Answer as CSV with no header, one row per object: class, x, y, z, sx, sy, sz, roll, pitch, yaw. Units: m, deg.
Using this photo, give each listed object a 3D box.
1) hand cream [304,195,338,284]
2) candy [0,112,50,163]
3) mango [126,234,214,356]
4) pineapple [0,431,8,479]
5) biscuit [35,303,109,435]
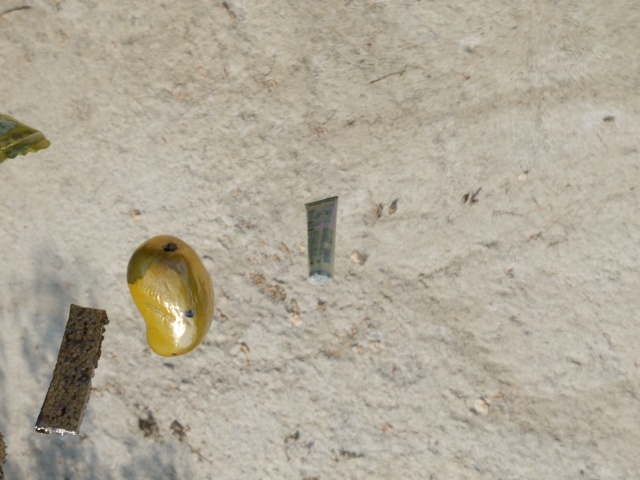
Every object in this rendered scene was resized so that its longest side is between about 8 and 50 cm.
hand cream,0.000,0.000,0.785,0.061,0.039,0.143,-11,63,28
candy,-0.560,-0.147,0.807,0.297,0.187,0.081,21,137,42
mango,-0.261,0.102,0.902,0.157,0.109,0.262,18,130,11
pineapple,-0.350,0.258,0.534,0.058,0.058,0.124,-29,80,31
biscuit,-0.385,0.201,0.798,0.064,0.199,0.034,10,154,-12
